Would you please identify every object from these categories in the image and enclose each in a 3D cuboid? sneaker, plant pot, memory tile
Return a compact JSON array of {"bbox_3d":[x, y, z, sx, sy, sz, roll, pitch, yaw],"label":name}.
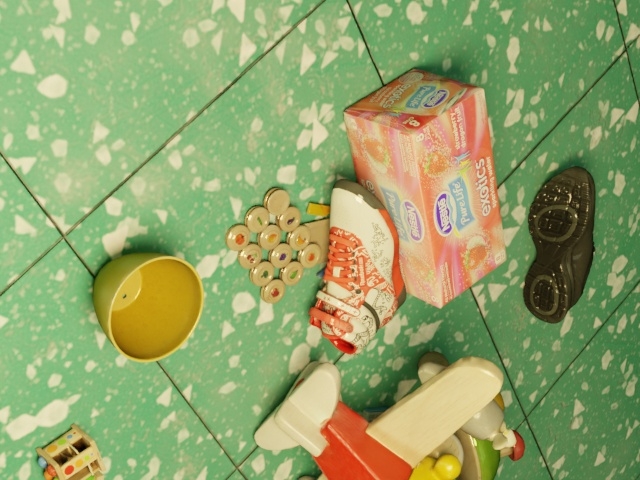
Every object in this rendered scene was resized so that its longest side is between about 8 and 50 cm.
[{"bbox_3d":[0.041,0.050,1.582,0.145,0.090,0.270,-48,143,-26],"label":"sneaker"},{"bbox_3d":[0.431,-0.001,1.963,0.130,0.109,0.286,-24,130,-46],"label":"sneaker"},{"bbox_3d":[-0.224,0.068,1.364,0.134,0.095,0.134,-19,120,-36],"label":"plant pot"},{"bbox_3d":[-0.062,0.009,1.541,0.113,0.012,0.148,-44,129,-16],"label":"memory tile"}]

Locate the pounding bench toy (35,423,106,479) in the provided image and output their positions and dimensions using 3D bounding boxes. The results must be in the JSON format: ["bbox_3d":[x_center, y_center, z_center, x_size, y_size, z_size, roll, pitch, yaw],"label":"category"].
[{"bbox_3d":[-0.312,0.289,1.407,0.065,0.052,0.083,-34,128,-28],"label":"pounding bench toy"}]

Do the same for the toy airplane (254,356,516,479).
[{"bbox_3d":[0.099,0.327,1.622,0.272,0.386,0.385,-19,110,-50],"label":"toy airplane"}]

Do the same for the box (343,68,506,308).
[{"bbox_3d":[0.155,-0.075,1.624,0.154,0.142,0.300,-33,127,-28],"label":"box"}]

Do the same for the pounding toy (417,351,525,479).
[{"bbox_3d":[0.251,0.289,1.797,0.110,0.237,0.183,-17,120,-12],"label":"pounding toy"}]

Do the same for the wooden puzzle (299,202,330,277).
[{"bbox_3d":[0.000,0.000,1.605,0.078,0.014,0.116,-4,111,-38],"label":"wooden puzzle"}]

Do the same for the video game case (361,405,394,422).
[{"bbox_3d":[0.100,0.353,1.843,0.119,0.015,0.166,4,104,-39],"label":"video game case"}]
